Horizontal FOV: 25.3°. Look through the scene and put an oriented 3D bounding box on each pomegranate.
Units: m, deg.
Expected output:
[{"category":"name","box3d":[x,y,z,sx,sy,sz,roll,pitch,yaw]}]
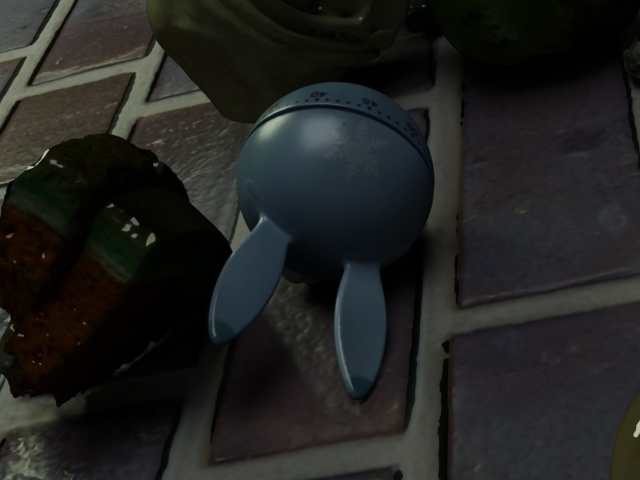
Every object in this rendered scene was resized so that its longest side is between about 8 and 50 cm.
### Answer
[{"category":"pomegranate","box3d":[0.196,-0.291,1.381,0.235,0.236,0.302,-18,19,4]}]

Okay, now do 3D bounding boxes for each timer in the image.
[{"category":"timer","box3d":[-0.002,-0.002,1.122,0.175,0.175,0.256,5,68,35]}]

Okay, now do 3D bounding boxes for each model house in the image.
[{"category":"model house","box3d":[0.121,-0.261,1.504,0.078,0.066,0.083,-17,33,11]}]

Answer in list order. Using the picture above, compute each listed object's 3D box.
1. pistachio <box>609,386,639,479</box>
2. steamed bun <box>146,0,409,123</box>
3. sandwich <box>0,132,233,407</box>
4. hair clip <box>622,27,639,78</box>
[{"category":"pistachio","box3d":[0.244,0.111,0.801,0.226,0.136,0.135,-41,36,-21]},{"category":"steamed bun","box3d":[-0.023,-0.285,1.376,0.289,0.276,0.203,-50,22,-22]},{"category":"sandwich","box3d":[-0.164,0.027,1.088,0.109,0.292,0.212,37,70,12]},{"category":"hair clip","box3d":[0.387,-0.258,1.323,0.138,0.091,0.321,7,41,33]}]
